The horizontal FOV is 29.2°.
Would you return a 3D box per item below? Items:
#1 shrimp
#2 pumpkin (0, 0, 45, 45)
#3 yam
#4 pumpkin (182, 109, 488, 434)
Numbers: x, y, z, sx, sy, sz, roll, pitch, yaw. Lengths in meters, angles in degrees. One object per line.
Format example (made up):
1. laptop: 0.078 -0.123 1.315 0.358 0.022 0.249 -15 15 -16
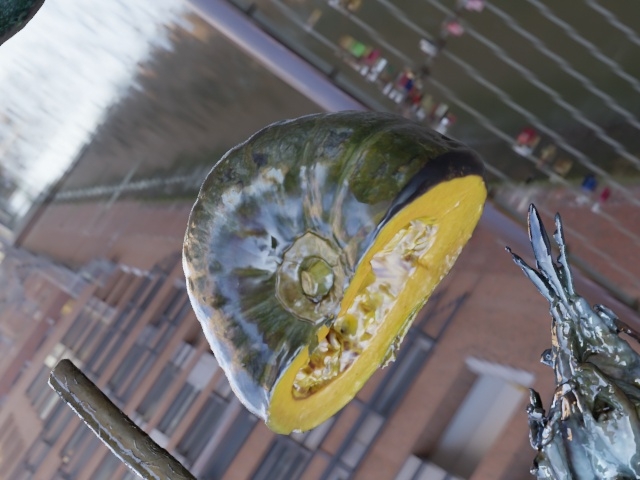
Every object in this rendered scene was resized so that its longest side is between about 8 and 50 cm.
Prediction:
1. shrimp: 0.230 0.145 0.806 0.137 0.172 0.372 -77 -34 -66
2. pumpkin: -0.300 -0.194 0.806 0.263 0.293 0.197 -94 -17 -74
3. yam: -0.153 0.147 0.941 0.145 0.032 0.032 41 173 15
4. pumpkin: 0.000 0.000 1.203 0.232 0.325 0.242 44 -167 30
